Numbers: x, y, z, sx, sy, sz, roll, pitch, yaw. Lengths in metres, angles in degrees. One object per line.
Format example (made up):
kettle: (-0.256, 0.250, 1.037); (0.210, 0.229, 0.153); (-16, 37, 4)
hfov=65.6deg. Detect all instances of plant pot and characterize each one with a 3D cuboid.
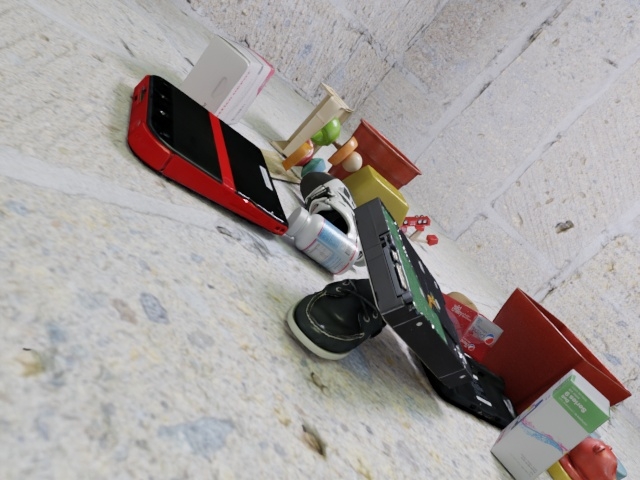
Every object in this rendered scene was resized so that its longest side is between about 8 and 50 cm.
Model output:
plant pot: (0.136, -0.095, 1.460); (0.212, 0.187, 0.212); (37, 16, -15)
plant pot: (0.150, -0.217, 1.665); (0.272, 0.265, 0.272); (38, 17, -14)
plant pot: (0.557, 0.329, 1.275); (0.267, 0.236, 0.267); (32, 19, -31)

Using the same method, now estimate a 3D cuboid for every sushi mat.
sushi mat: (-0.158, -0.222, 1.396); (0.151, 0.019, 0.316); (48, 17, 14)

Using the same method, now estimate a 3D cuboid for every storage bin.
storage bin: (-0.024, -0.402, 1.738); (0.123, 0.262, 0.260); (45, 16, 0)

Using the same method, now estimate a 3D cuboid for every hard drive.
hard drive: (0.174, 0.106, 0.922); (0.339, 0.064, 0.237); (48, 22, -44)

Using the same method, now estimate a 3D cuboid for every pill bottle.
pill bottle: (0.000, 0.000, 1.071); (0.160, 0.087, 0.087); (37, 17, -20)

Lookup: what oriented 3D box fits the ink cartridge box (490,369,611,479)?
ink cartridge box: (0.451, 0.364, 0.977); (0.093, 0.212, 0.154); (46, 17, 25)

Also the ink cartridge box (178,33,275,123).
ink cartridge box: (-0.253, -0.431, 1.362); (0.117, 0.207, 0.283); (40, 16, -4)

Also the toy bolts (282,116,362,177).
toy bolts: (-0.007, -0.215, 1.458); (0.158, 0.218, 0.228); (49, -25, -10)

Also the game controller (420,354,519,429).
game controller: (0.328, 0.319, 1.106); (0.319, 0.067, 0.167); (32, 33, -31)

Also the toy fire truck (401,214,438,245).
toy fire truck: (0.422, -0.041, 2.162); (0.191, 0.135, 0.047); (-3, 30, -10)

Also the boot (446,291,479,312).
boot: (0.458, 0.243, 1.535); (0.236, 0.089, 0.269); (50, 16, 23)

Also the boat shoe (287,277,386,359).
boat shoe: (0.061, 0.115, 0.869); (0.127, 0.113, 0.340); (49, 17, 22)

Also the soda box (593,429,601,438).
soda box: (0.779, 0.544, 1.537); (0.069, 0.074, 0.216); (42, 16, -2)

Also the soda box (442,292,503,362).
soda box: (0.307, 0.187, 1.186); (0.083, 0.092, 0.263); (37, -1, -18)

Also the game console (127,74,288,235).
game console: (-0.237, -0.188, 1.054); (0.342, 0.060, 0.387); (34, 20, -34)

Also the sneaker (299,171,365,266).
sneaker: (0.020, -0.084, 1.272); (0.146, 0.122, 0.331); (26, 22, -50)

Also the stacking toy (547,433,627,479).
stacking toy: (0.683, 0.570, 1.144); (0.309, 0.130, 0.280); (18, 29, -55)
